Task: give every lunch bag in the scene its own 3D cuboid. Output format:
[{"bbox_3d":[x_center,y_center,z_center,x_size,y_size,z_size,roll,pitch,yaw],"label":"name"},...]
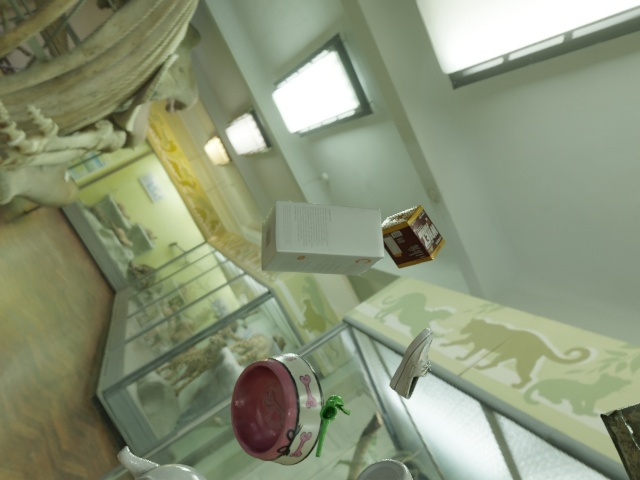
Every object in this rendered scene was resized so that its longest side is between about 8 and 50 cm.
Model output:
[{"bbox_3d":[0.970,0.588,1.351,0.169,0.235,0.287,70,5,-64],"label":"lunch bag"}]

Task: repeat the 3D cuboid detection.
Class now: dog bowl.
[{"bbox_3d":[-0.180,0.624,1.822,0.150,0.408,0.408,16,20,-43],"label":"dog bowl"}]

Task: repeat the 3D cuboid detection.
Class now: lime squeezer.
[{"bbox_3d":[0.033,0.551,1.525,0.310,0.059,0.110,-11,110,-70],"label":"lime squeezer"}]

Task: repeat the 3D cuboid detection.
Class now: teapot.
[{"bbox_3d":[-0.373,0.621,1.084,0.256,0.252,0.187,-5,-32,37],"label":"teapot"}]

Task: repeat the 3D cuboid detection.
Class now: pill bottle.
[{"bbox_3d":[0.199,0.718,1.254,0.265,0.153,0.153,68,-17,-13],"label":"pill bottle"}]

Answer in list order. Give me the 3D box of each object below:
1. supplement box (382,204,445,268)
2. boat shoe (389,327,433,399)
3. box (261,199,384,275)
[{"bbox_3d":[0.371,-0.011,2.027,0.191,0.129,0.194,-21,-71,49],"label":"supplement box"},{"bbox_3d":[0.302,0.386,1.517,0.084,0.095,0.258,37,-55,29],"label":"boat shoe"},{"bbox_3d":[0.000,0.000,1.566,0.215,0.345,0.168,134,-43,-63],"label":"box"}]
